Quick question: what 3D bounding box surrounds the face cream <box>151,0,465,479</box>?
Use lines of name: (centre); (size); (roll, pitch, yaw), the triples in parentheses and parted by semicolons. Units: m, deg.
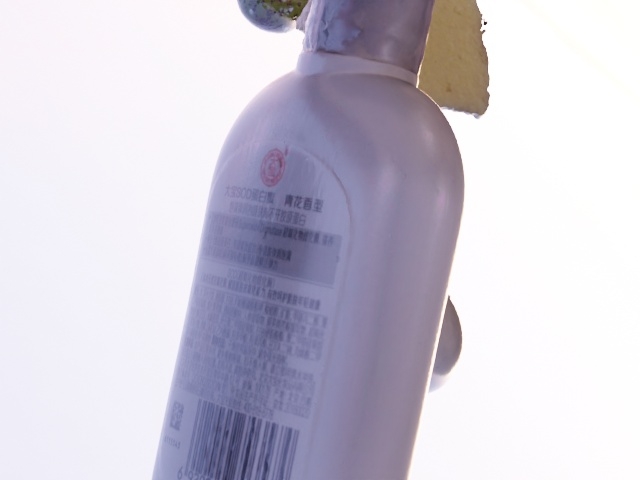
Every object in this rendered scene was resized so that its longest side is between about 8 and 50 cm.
face cream: (0.000, 0.000, 0.711); (0.071, 0.291, 0.144); (11, 178, -42)

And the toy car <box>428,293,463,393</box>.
toy car: (0.050, 0.076, 1.214); (0.112, 0.139, 0.112); (7, 163, -9)

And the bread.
bread: (0.064, -0.159, 1.425); (0.147, 0.127, 0.152); (12, -131, -32)

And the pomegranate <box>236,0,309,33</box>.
pomegranate: (-0.040, -0.228, 1.544); (0.073, 0.073, 0.084); (31, 178, -37)
